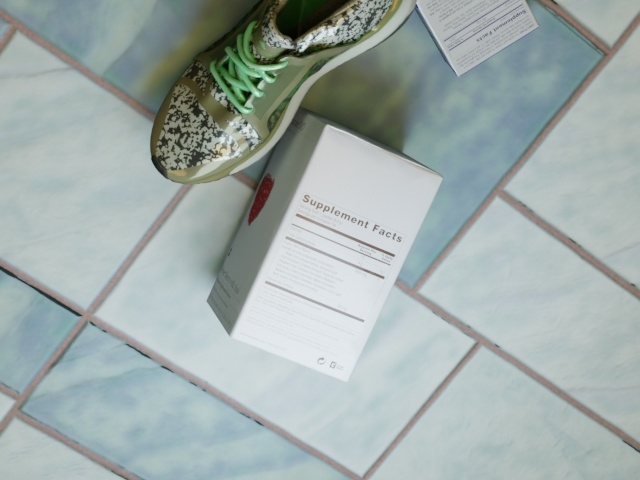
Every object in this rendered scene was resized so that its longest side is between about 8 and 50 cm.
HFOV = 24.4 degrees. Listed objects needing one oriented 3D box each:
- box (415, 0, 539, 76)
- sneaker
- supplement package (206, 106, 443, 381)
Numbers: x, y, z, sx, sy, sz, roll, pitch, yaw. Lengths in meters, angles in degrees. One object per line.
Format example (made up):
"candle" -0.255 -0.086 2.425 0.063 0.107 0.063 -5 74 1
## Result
"box" 0.190 -0.305 1.896 0.126 0.072 0.137 -32 114 3
"sneaker" -0.067 -0.232 1.790 0.410 0.182 0.158 -43 79 8
"supplement package" 0.000 0.000 1.908 0.175 0.177 0.293 23 96 -18
